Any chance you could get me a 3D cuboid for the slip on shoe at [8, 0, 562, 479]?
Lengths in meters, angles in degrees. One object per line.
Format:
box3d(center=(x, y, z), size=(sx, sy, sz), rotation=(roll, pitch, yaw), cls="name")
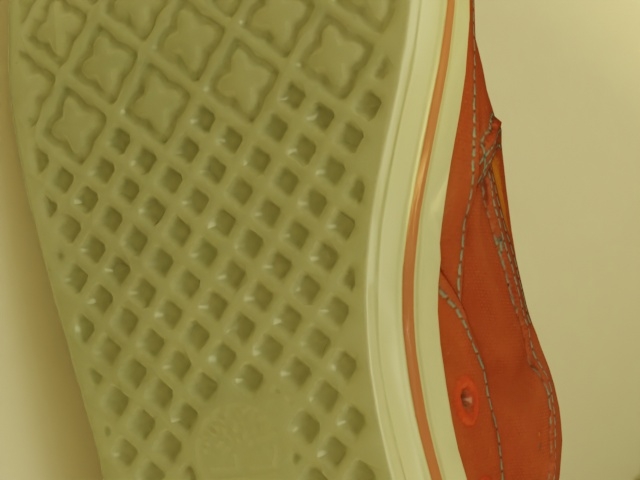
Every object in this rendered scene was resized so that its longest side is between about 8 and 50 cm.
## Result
box3d(center=(0.000, 0.000, 0.411), size=(0.101, 0.123, 0.331), rotation=(-8, 89, -64), cls="slip on shoe")
